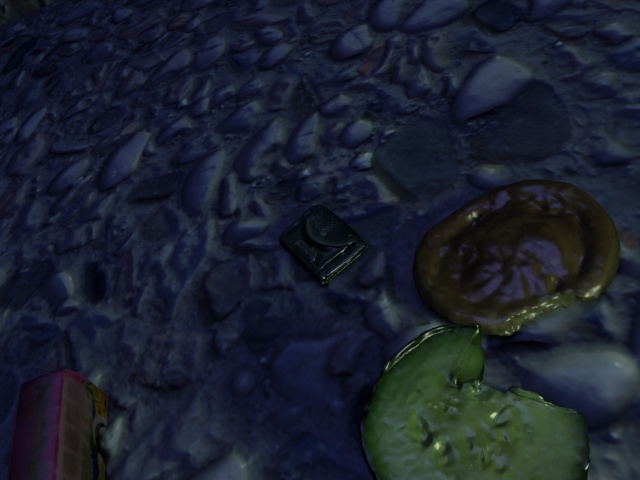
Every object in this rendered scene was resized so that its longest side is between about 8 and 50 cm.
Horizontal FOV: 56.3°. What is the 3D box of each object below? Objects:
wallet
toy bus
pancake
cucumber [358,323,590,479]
[{"bbox_3d":[0.000,0.000,0.851,0.088,0.026,0.129,-40,44,-9],"label":"wallet"},{"bbox_3d":[-0.310,0.288,0.701,0.090,0.112,0.274,-21,43,-1],"label":"toy bus"},{"bbox_3d":[0.224,0.011,0.708,0.236,0.042,0.223,-10,49,22],"label":"pancake"},{"bbox_3d":[0.131,0.189,0.538,0.191,0.130,0.191,-12,50,15],"label":"cucumber"}]
